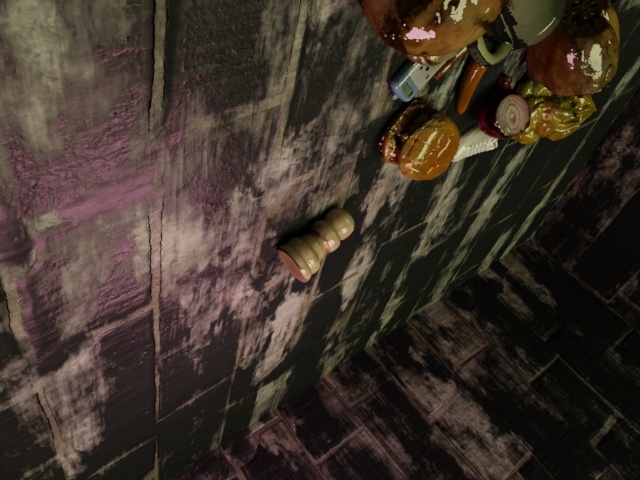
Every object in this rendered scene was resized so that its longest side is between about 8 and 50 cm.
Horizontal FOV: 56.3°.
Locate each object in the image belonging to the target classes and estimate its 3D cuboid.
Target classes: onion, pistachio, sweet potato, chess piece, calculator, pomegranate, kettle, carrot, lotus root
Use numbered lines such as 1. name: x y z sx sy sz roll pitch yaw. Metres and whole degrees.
1. onion: 0.628 -0.465 2.078 0.195 0.139 0.218 -13 102 -21
2. pistachio: 0.282 -0.506 1.477 0.215 0.144 0.144 -26 151 -43
3. sweet potato: 0.411 -0.560 1.674 0.265 0.057 0.057 -49 155 16
4. chess piece: 0.000 0.000 1.876 0.260 0.142 0.143 -41 156 -16
5. calculator: 0.270 -0.465 1.632 0.210 0.039 0.121 -47 154 9
6. pomegranate: 0.223 -0.520 1.159 0.322 0.322 0.322 -34 154 -19
7. kettle: 0.419 -0.581 1.420 0.324 0.228 0.321 13 98 -56
8. carrot: 0.465 -0.485 1.883 0.062 0.066 0.271 8 145 -3
9. lotus root: 0.846 -0.647 1.932 0.316 0.316 0.250 -40 148 -7

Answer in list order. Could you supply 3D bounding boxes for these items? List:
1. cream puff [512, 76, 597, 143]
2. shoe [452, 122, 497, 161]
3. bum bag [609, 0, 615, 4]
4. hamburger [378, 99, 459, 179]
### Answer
1. cream puff: 0.860 -0.482 2.251 0.324 0.257 0.291 -31 150 -26
2. shoe: 0.592 -0.368 2.198 0.265 0.110 0.095 -44 157 -5
3. bum bag: 1.028 -0.822 2.195 0.087 0.049 0.198 -32 153 -35
4. hamburger: 0.305 -0.297 1.808 0.244 0.163 0.244 -32 154 -18
